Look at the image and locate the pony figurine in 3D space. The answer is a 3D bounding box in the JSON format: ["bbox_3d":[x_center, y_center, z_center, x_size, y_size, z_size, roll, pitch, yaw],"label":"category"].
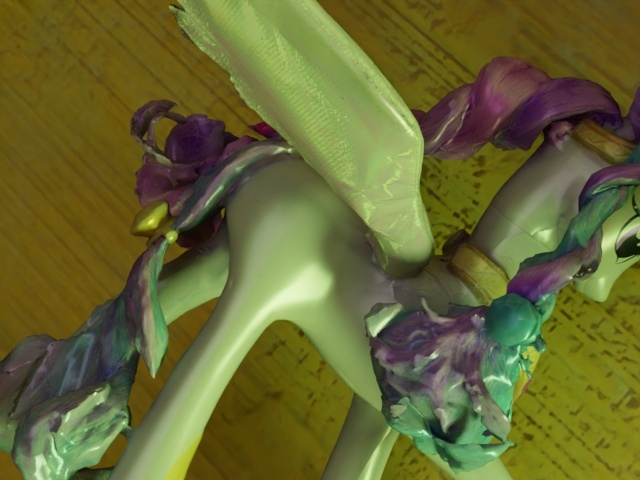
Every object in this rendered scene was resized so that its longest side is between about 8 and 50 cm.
[{"bbox_3d":[0.000,0.000,0.851,0.351,0.303,0.363,38,97,-5],"label":"pony figurine"}]
